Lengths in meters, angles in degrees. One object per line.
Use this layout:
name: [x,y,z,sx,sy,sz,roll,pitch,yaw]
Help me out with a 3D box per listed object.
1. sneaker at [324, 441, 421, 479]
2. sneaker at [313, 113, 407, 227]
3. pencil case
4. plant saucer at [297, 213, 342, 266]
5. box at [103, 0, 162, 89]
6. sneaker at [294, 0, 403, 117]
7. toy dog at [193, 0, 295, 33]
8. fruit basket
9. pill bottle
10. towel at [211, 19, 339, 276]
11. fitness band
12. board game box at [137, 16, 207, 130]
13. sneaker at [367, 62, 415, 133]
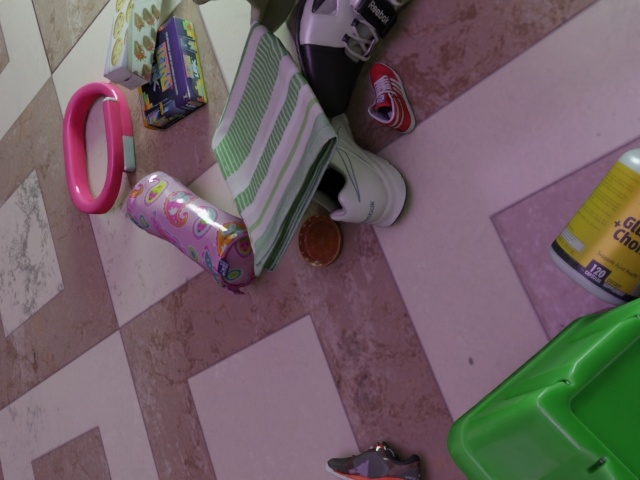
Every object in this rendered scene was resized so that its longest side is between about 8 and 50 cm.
sneaker: [0.079,0.322,0.844,0.158,0.061,0.064,-5,60,37]
sneaker: [-0.005,-0.131,0.857,0.297,0.129,0.111,45,123,31]
pencil case: [-0.214,-0.017,1.023,0.284,0.124,0.124,31,108,32]
plant saucer: [0.000,0.000,0.924,0.084,0.013,0.083,0,90,38]
box: [-0.347,-0.449,1.123,0.067,0.063,0.323,-6,72,37]
sneaker: [0.059,-0.336,0.811,0.146,0.122,0.330,8,91,28]
toy dog: [-0.208,-0.554,0.840,0.408,0.284,0.395,36,114,11]
fruit basket: [0.310,0.281,0.575,0.392,0.283,0.392,49,162,22]
pill bottle: [0.333,-0.029,0.611,0.103,0.103,0.184,44,115,30]
towel: [-0.084,-0.142,0.852,0.248,0.038,0.324,-62,36,34]
fitness band: [-0.489,-0.201,1.279,0.209,0.054,0.290,-13,80,37]
board game box: [-0.293,-0.317,1.134,0.141,0.048,0.170,-20,77,37]
sneaker: [0.088,-0.206,0.825,0.042,0.067,0.118,-36,68,32]
